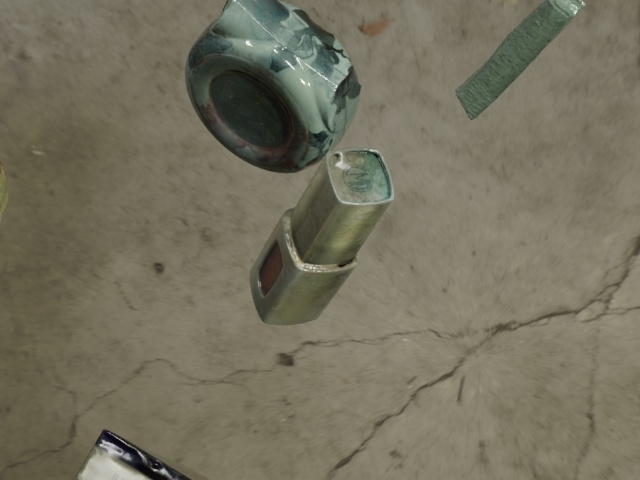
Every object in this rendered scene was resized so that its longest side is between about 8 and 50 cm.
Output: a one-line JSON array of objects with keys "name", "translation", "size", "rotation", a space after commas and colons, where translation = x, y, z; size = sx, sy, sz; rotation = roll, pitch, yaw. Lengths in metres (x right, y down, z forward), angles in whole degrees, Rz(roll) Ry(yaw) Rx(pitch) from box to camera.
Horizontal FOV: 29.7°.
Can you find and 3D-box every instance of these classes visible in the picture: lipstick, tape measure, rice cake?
[{"name": "lipstick", "translation": [0.000, 0.000, 1.208], "size": [0.077, 0.253, 0.079], "rotation": [-4, 64, -23]}, {"name": "tape measure", "translation": [-0.065, -0.232, 1.767], "size": [0.256, 0.275, 0.147], "rotation": [41, 57, -2]}, {"name": "rice cake", "translation": [0.168, -0.162, 1.051], "size": [0.033, 0.171, 0.029], "rotation": [41, 52, -2]}]

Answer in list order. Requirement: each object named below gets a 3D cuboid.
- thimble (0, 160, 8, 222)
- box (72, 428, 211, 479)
[{"name": "thimble", "translation": [-0.373, -0.067, 1.052], "size": [0.190, 0.143, 0.137], "rotation": [39, 94, 5]}, {"name": "box", "translation": [-0.013, 0.247, 0.800], "size": [0.310, 0.198, 0.084], "rotation": [27, 79, 20]}]
